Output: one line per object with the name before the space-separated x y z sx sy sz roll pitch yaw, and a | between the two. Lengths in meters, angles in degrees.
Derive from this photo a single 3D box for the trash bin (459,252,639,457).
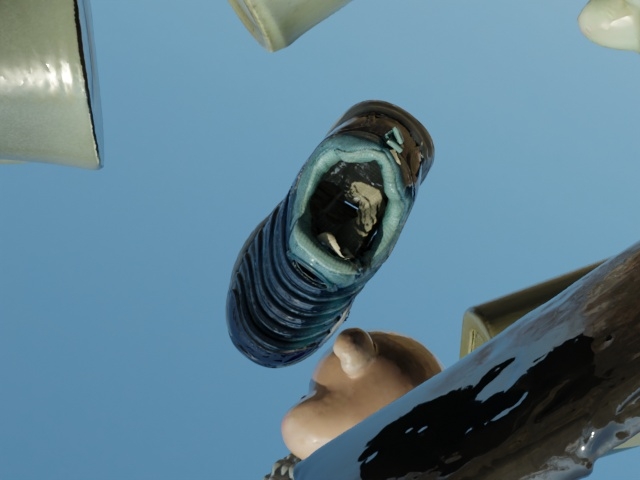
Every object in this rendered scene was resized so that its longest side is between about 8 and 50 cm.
trash bin | 0.245 0.096 1.249 0.247 0.243 0.121 -17 -120 -9

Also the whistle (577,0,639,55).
whistle | 0.179 -0.037 0.457 0.253 0.105 0.102 37 158 -24

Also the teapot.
teapot | -0.213 -0.123 0.917 0.149 0.239 0.162 -6 -127 -4

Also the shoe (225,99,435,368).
shoe | 0.000 0.000 1.037 0.091 0.207 0.106 32 -162 1

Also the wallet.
wallet | 0.116 0.104 0.917 0.051 0.377 0.197 48 -159 -13

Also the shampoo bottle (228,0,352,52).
shampoo bottle | 0.050 -0.187 0.718 0.087 0.234 0.118 56 178 -6

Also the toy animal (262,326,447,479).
toy animal | 0.074 0.214 1.550 0.221 0.229 0.210 26 172 12
